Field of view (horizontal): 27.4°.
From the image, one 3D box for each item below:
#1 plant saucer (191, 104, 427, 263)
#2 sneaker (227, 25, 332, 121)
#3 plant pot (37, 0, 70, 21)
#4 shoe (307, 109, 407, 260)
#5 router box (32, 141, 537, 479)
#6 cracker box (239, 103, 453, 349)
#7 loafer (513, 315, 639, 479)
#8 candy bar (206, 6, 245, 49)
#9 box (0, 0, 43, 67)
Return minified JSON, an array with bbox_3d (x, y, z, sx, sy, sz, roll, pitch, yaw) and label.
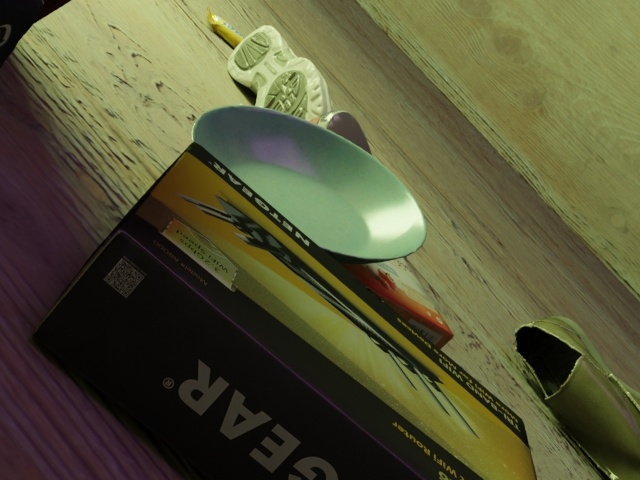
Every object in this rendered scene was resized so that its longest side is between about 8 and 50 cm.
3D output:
[{"bbox_3d":[-0.013,-0.034,0.995,0.195,0.037,0.195,21,29,-12],"label":"plant saucer"},{"bbox_3d":[-0.018,-0.151,1.455,0.115,0.090,0.232,39,16,-36],"label":"sneaker"},{"bbox_3d":[-0.237,-0.287,0.904,0.267,0.236,0.267,40,15,-23],"label":"plant pot"},{"bbox_3d":[0.022,-0.037,1.287,0.063,0.081,0.178,-27,101,-37],"label":"shoe"},{"bbox_3d":[-0.003,0.087,0.798,0.309,0.081,0.243,40,14,-8],"label":"router box"},{"bbox_3d":[0.000,0.000,1.109,0.156,0.067,0.232,31,19,-41],"label":"cracker box"},{"bbox_3d":[0.284,0.176,1.409,0.087,0.094,0.251,15,27,-42],"label":"loafer"},{"bbox_3d":[-0.083,-0.232,1.638,0.161,0.018,0.040,38,16,-23],"label":"candy bar"},{"bbox_3d":[-0.292,-0.122,0.398,0.296,0.183,0.294,46,15,6],"label":"box"}]
